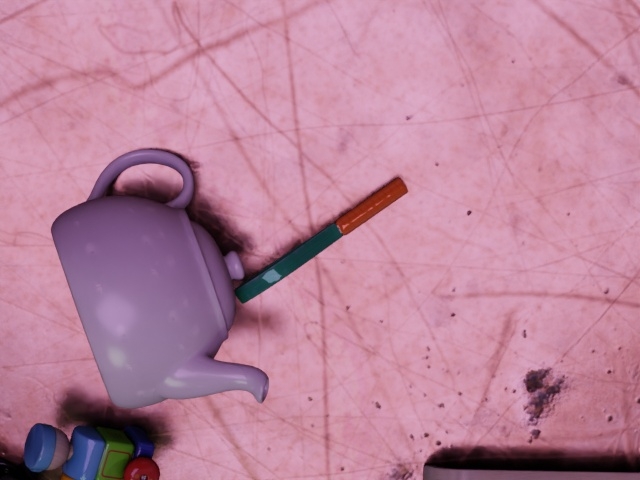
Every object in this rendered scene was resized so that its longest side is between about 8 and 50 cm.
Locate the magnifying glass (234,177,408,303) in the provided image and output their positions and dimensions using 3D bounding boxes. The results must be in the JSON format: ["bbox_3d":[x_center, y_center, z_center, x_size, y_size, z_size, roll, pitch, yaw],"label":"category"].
[{"bbox_3d":[0.000,0.000,1.679,0.231,0.092,0.026,-33,92,-5],"label":"magnifying glass"}]

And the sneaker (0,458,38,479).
[{"bbox_3d":[-0.386,0.336,1.717,0.146,0.102,0.293,-25,96,4],"label":"sneaker"}]

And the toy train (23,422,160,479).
[{"bbox_3d":[-0.291,0.329,1.689,0.143,0.105,0.248,15,98,-27],"label":"toy train"}]

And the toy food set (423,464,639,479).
[{"bbox_3d":[0.274,0.377,1.722,0.306,0.092,0.219,1,86,0],"label":"toy food set"}]

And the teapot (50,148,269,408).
[{"bbox_3d":[-0.177,0.049,1.619,0.187,0.252,0.256,-20,108,-8],"label":"teapot"}]
